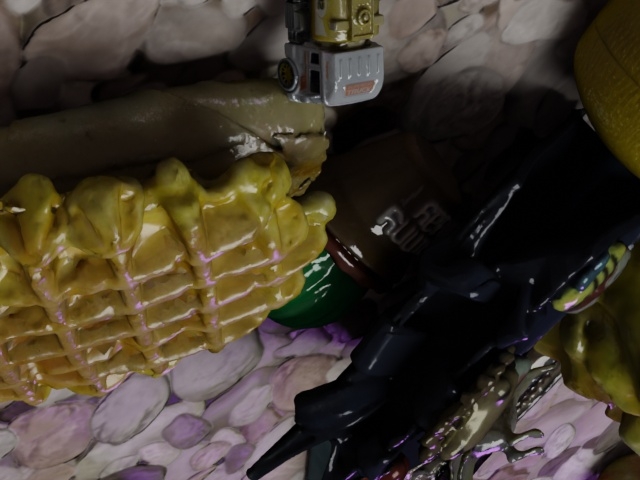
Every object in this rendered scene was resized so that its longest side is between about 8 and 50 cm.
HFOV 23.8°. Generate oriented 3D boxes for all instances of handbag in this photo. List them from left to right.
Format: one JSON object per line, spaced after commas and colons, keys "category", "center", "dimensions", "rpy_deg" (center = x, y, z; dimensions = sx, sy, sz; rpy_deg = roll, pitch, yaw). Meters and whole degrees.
{"category": "handbag", "center": [0.113, 0.064, 1.137], "dimensions": [0.303, 0.122, 0.329], "rpy_deg": [-50, 172, 22]}

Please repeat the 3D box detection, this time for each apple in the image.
{"category": "apple", "center": [0.391, 0.317, 1.863], "dimensions": [0.126, 0.126, 0.102], "rpy_deg": [0, 176, -44]}

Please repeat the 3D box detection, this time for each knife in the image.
{"category": "knife", "center": [0.207, 0.143, 1.520], "dimensions": [0.365, 0.043, 0.089], "rpy_deg": [-47, 147, 16]}

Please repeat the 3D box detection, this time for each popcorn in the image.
{"category": "popcorn", "center": [0.301, 0.062, 1.333], "dimensions": [0.192, 0.233, 0.266], "rpy_deg": [-18, 119, -37]}

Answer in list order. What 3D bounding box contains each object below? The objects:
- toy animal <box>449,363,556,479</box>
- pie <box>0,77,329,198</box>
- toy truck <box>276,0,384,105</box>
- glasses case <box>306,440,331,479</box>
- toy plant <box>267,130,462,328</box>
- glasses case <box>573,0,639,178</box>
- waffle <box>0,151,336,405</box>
{"category": "toy animal", "center": [0.176, 0.174, 1.449], "dimensions": [0.155, 0.095, 0.219], "rpy_deg": [-21, 133, -15]}
{"category": "pie", "center": [-0.127, -0.039, 0.928], "dimensions": [0.282, 0.068, 0.128], "rpy_deg": [-16, 154, -29]}
{"category": "toy truck", "center": [0.009, -0.141, 0.904], "dimensions": [0.052, 0.063, 0.123], "rpy_deg": [-13, 112, -33]}
{"category": "glasses case", "center": [0.023, 0.231, 1.463], "dimensions": [0.105, 0.056, 0.266], "rpy_deg": [-46, 157, -33]}
{"category": "toy plant", "center": [0.000, 0.000, 1.076], "dimensions": [0.200, 0.105, 0.143], "rpy_deg": [-34, 148, 15]}
{"category": "glasses case", "center": [0.352, -0.106, 1.204], "dimensions": [0.371, 0.173, 0.141], "rpy_deg": [-2, 139, -43]}
{"category": "waffle", "center": [-0.143, 0.034, 0.921], "dimensions": [0.329, 0.062, 0.329], "rpy_deg": [-14, 161, -5]}
